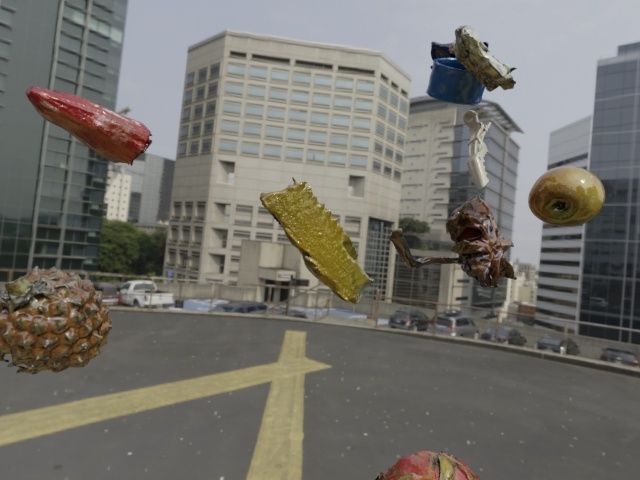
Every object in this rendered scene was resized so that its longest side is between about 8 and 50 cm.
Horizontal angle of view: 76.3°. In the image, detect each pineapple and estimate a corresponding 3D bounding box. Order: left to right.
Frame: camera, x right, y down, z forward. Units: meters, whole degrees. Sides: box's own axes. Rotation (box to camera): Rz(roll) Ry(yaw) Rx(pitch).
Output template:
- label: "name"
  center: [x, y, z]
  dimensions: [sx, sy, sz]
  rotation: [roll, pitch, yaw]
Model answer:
- label: "pineapple"
  center: [-0.424, 0.119, 0.632]
  dimensions: [0.167, 0.166, 0.193]
  rotation: [5, -41, 9]

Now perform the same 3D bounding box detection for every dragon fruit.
- label: "dragon fruit"
  center: [0.287, 0.684, 0.952]
  dimensions: [0.314, 0.296, 0.263]
  rotation: [-34, 7, 9]

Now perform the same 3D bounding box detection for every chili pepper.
- label: "chili pepper"
  center: [-0.534, -0.272, 0.937]
  dimensions: [0.253, 0.136, 0.144]
  rotation: [29, 22, -43]

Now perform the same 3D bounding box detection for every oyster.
- label: "oyster"
  center: [0.411, -0.461, 1.043]
  dimensions: [0.214, 0.083, 0.223]
  rotation: [46, 32, 8]

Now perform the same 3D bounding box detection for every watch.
- label: "watch"
  center: [0.406, -0.493, 1.220]
  dimensions: [0.196, 0.170, 0.200]
  rotation: [12, 37, 25]

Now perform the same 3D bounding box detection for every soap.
- label: "soap"
  center: [0.000, 0.000, 1.217]
  dimensions: [0.304, 0.169, 0.338]
  rotation: [40, -11, 40]

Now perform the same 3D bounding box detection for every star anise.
- label: "star anise"
  center: [0.309, 0.003, 0.906]
  dimensions: [0.347, 0.237, 0.148]
  rotation: [2, -22, -24]

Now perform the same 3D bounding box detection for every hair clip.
- label: "hair clip"
  center: [0.337, -0.201, 0.884]
  dimensions: [0.072, 0.225, 0.034]
  rotation: [32, -37, -17]

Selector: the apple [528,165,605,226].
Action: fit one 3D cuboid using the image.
- label: "apple"
  center: [0.694, -0.125, 1.148]
  dimensions: [0.183, 0.182, 0.155]
  rotation: [4, 33, 42]
